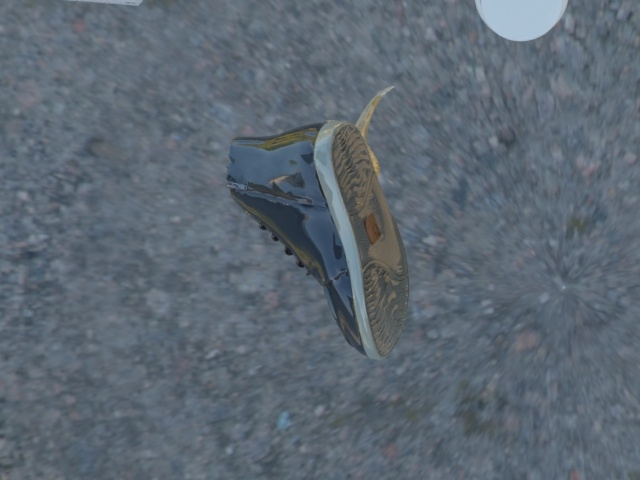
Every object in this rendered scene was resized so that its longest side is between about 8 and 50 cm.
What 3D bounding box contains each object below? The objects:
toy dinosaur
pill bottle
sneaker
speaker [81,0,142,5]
[{"bbox_3d":[0.035,-0.106,1.656,0.093,0.053,0.183,19,66,-30],"label":"toy dinosaur"},{"bbox_3d":[0.167,-0.211,1.166,0.078,0.137,0.078,2,109,7],"label":"pill bottle"},{"bbox_3d":[0.000,0.000,1.232,0.118,0.083,0.222,0,115,35],"label":"sneaker"},{"bbox_3d":[-0.260,-0.286,1.522,0.136,0.055,0.055,-1,87,-31],"label":"speaker"}]
